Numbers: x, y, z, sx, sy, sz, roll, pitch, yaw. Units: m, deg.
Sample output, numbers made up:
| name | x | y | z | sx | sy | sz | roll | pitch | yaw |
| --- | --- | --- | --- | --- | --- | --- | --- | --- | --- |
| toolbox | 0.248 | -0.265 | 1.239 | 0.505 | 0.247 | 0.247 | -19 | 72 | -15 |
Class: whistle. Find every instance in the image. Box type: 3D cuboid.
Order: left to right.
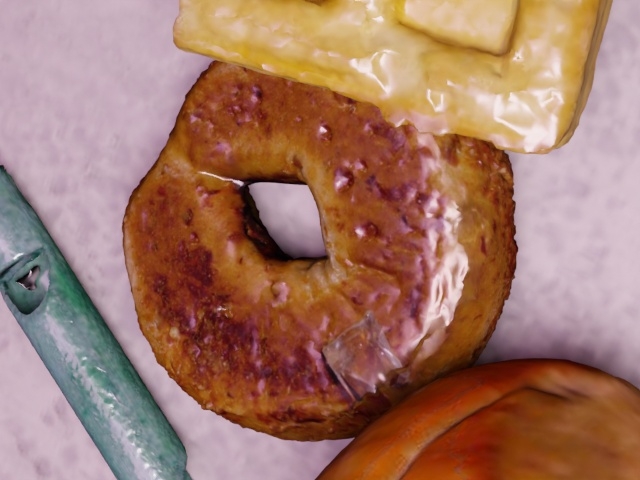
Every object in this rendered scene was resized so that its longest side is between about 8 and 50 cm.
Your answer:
| name | x | y | z | sx | sy | sz | roll | pitch | yaw |
| --- | --- | --- | --- | --- | --- | --- | --- | --- | --- |
| whistle | -0.117 | 0.051 | 0.893 | 0.039 | 0.039 | 0.186 | -36 | 83 | 22 |

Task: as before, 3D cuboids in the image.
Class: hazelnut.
| name | x | y | z | sx | sy | sz | roll | pitch | yaw |
| --- | --- | --- | --- | --- | --- | --- | --- | --- | --- |
| hazelnut | 0.075 | 0.129 | 0.761 | 0.182 | 0.182 | 0.182 | 3 | 97 | 22 |

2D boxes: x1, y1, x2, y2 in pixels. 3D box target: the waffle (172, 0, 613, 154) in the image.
| name | x | y | z | sx | sy | sz | roll | pitch | yaw |
| --- | --- | --- | --- | --- | --- | --- | --- | --- | --- |
| waffle | 0.056 | -0.179 | 0.757 | 0.168 | 0.057 | 0.274 | 16 | 90 | 15 |

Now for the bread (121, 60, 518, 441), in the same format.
| name | x | y | z | sx | sy | sz | roll | pitch | yaw |
| --- | --- | --- | --- | --- | --- | --- | --- | --- | --- |
| bread | 0.000 | 0.000 | 0.830 | 0.193 | 0.064 | 0.193 | 1 | 93 | 26 |
